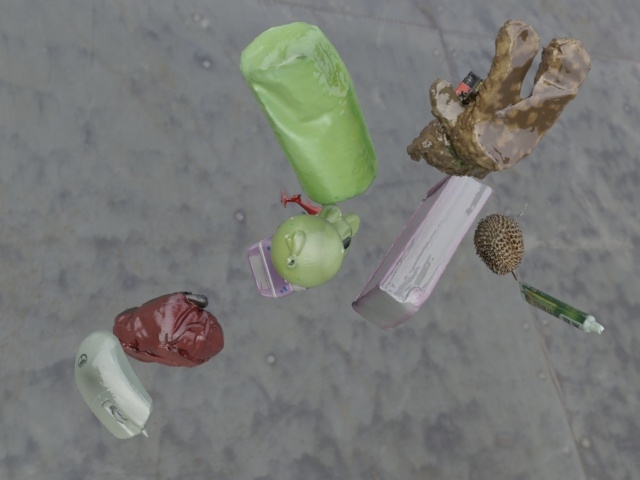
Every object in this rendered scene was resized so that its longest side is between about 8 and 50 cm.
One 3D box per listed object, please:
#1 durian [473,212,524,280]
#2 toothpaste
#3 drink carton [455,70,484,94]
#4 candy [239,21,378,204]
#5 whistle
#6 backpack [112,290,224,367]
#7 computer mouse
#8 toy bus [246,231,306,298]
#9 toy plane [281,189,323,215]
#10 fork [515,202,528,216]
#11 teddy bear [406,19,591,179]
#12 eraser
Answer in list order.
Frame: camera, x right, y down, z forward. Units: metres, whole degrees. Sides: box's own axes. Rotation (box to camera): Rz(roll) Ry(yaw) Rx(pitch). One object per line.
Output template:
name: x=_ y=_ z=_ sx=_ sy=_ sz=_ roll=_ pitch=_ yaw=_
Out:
durian: x=0.334 y=0.017 z=1.473 sx=0.071 sy=0.110 sz=0.140 roll=-10 pitch=71 yaw=-36
toothpaste: x=0.449 y=0.129 z=1.448 sx=0.031 sy=0.204 sz=0.049 roll=-31 pitch=121 yaw=-18
drink carton: x=0.350 y=-0.308 z=1.689 sx=0.056 sy=0.071 sz=0.165 roll=42 pitch=11 yaw=30
candy: x=-0.007 y=-0.194 z=1.244 sx=0.132 sy=0.142 sz=0.343 roll=-65 pitch=149 yaw=-25
whistle: x=-0.010 y=-0.001 z=1.433 sx=0.141 sy=0.141 sz=0.294 roll=47 pitch=20 yaw=-4
backpack: x=-0.303 y=0.198 z=1.595 sx=0.229 sy=0.229 sz=0.139 roll=10 pitch=59 yaw=-28
computer mouse: x=-0.310 y=0.217 z=1.129 sx=0.182 sy=0.089 sz=0.056 roll=54 pitch=25 yaw=14
toy bus: x=-0.063 y=0.039 z=1.792 sx=0.202 sy=0.142 sz=0.142 roll=-31 pitch=106 yaw=-60
toy plane: x=-0.012 y=-0.067 z=1.671 sx=0.194 sy=0.077 sz=0.126 roll=49 pitch=26 yaw=-33
fork: x=0.516 y=-0.077 z=1.967 sx=0.016 sy=0.115 sz=0.012 roll=-36 pitch=79 yaw=-8
teddy bear: x=0.298 y=-0.232 z=1.331 sx=0.246 sy=0.296 sz=0.222 roll=10 pitch=21 yaw=-24
eraser: x=0.237 y=0.027 z=1.833 sx=0.122 sy=0.272 sz=0.359 roll=35 pitch=69 yaw=-2
